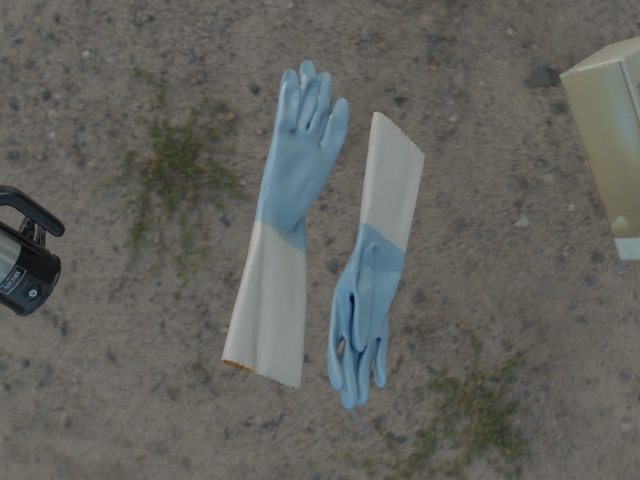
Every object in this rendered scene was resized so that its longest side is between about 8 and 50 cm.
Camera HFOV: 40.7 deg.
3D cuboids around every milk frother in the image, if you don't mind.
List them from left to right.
[{"bbox_3d":[-0.385,-0.002,1.013,0.143,0.135,0.129,13,69,49],"label":"milk frother"}]

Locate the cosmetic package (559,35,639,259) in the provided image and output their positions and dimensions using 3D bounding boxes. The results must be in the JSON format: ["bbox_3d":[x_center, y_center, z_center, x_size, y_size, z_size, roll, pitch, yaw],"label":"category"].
[{"bbox_3d":[0.181,-0.052,0.481,0.041,0.060,0.115,-7,109,51],"label":"cosmetic package"}]

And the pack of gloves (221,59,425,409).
[{"bbox_3d":[0.000,0.000,0.635,0.046,0.195,0.232,-1,68,34],"label":"pack of gloves"}]
